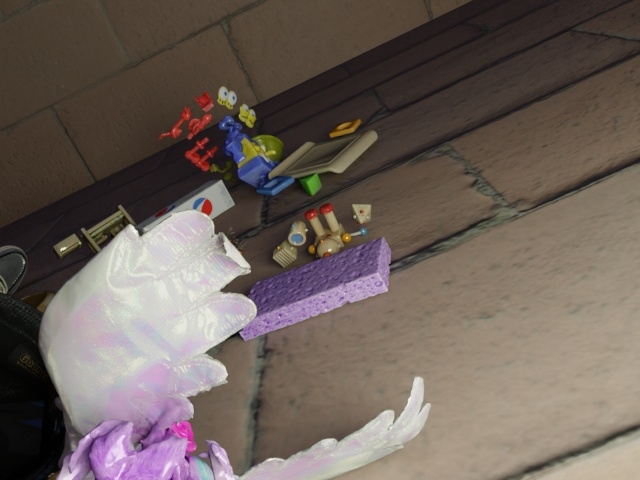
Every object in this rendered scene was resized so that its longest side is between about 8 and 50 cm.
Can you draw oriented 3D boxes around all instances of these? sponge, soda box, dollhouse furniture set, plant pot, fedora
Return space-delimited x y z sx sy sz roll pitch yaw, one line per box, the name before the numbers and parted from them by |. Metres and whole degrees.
sponge | -0.008 0.063 0.865 0.210 0.031 0.117 -21 20 16
soda box | -0.308 -0.057 1.450 0.216 0.069 0.074 -36 22 -25
dollhouse furniture set | -0.533 0.026 1.538 0.182 0.101 0.161 -38 -1 -27
plant pot | -0.669 0.176 1.378 0.236 0.032 0.236 -23 20 9
fedora | -0.436 0.210 0.729 0.334 0.334 0.152 -47 -2 -43

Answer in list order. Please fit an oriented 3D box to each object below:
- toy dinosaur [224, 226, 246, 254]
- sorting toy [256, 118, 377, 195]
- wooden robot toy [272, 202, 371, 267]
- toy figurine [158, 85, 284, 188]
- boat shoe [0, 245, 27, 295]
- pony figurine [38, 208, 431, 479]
toy dinosaur | -0.167 0.017 1.181 0.090 0.047 0.082 -55 22 22
sorting toy | 0.010 -0.174 1.389 0.196 0.047 0.347 -2 32 39
wooden robot toy | 0.000 0.000 0.959 0.173 0.076 0.079 -20 32 17
toy figurine | -0.172 -0.166 1.477 0.191 0.217 0.362 -38 -25 8
boat shoe | -0.799 0.131 1.536 0.158 0.127 0.340 -8 36 31
pony figurine | -0.125 0.187 0.442 0.351 0.303 0.363 -26 34 26
